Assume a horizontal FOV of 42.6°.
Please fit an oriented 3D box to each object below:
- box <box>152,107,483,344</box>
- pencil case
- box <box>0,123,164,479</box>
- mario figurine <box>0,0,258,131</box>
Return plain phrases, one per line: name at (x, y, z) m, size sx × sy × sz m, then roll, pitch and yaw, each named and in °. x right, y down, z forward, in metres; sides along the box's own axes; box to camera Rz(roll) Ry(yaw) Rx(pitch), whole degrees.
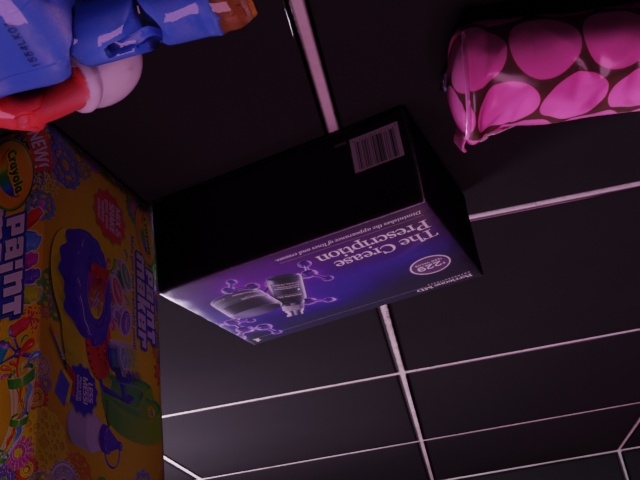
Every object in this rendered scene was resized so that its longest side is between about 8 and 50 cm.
box at (0.000, 0.000, 0.788) m, size 0.261 × 0.103 × 0.184 m, roll -19°, pitch 153°, yaw 19°
pencil case at (0.199, -0.125, 0.617) m, size 0.209 × 0.095 × 0.098 m, roll -6°, pitch 117°, yaw 0°
box at (-0.295, 0.101, 0.687) m, size 0.279 × 0.290 × 0.177 m, roll -17°, pitch 151°, yaw 14°
mario figurine at (-0.211, -0.145, 0.471) m, size 0.320 × 0.170 × 0.198 m, roll -20°, pitch 110°, yaw 3°
